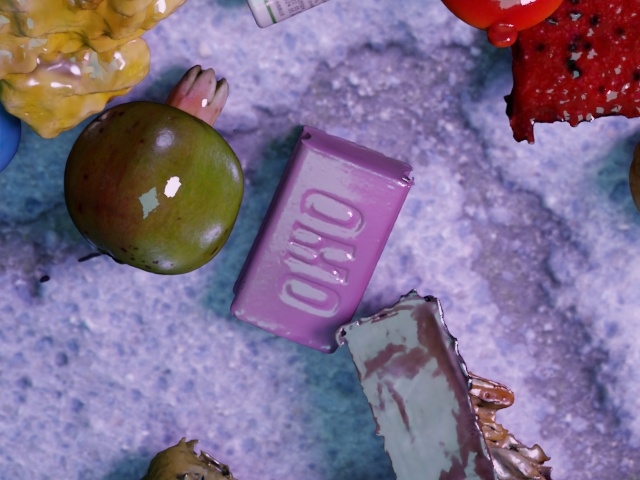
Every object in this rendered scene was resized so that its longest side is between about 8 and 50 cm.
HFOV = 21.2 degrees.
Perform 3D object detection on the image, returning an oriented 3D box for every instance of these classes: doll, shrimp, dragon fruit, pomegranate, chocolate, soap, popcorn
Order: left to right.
[{"bbox_3d":[-0.240,-0.248,1.534,0.265,0.225,0.332,7,123,-6],"label":"popcorn"},{"bbox_3d":[-0.145,-0.071,1.629,0.180,0.180,0.209,31,78,-10],"label":"pomegranate"},{"bbox_3d":[0.000,0.000,1.696,0.122,0.065,0.203,21,110,-6],"label":"soap"},{"bbox_3d":[0.122,0.204,1.704,0.112,0.112,0.321,-20,91,9],"label":"chocolate"},{"bbox_3d":[0.168,-0.274,1.530,0.183,0.085,0.217,-10,77,5],"label":"doll"},{"bbox_3d":[0.212,0.227,1.778,0.262,0.066,0.117,23,110,-9],"label":"shrimp"},{"bbox_3d":[0.327,-0.246,1.562,0.344,0.100,0.282,-6,95,19],"label":"dragon fruit"}]

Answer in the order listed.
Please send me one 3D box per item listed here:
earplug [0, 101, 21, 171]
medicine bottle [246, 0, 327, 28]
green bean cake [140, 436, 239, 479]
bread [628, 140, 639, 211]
[{"bbox_3d":[-0.424,-0.117,1.635,0.273,0.132,0.132,7,111,-5],"label":"earplug"},{"bbox_3d":[0.026,-0.281,1.592,0.221,0.061,0.092,-23,93,1],"label":"medicine bottle"},{"bbox_3d":[-0.067,0.337,1.756,0.310,0.202,0.285,41,105,-13],"label":"green bean cake"},{"bbox_3d":[0.409,-0.062,1.589,0.236,0.198,0.120,-19,115,8],"label":"bread"}]
